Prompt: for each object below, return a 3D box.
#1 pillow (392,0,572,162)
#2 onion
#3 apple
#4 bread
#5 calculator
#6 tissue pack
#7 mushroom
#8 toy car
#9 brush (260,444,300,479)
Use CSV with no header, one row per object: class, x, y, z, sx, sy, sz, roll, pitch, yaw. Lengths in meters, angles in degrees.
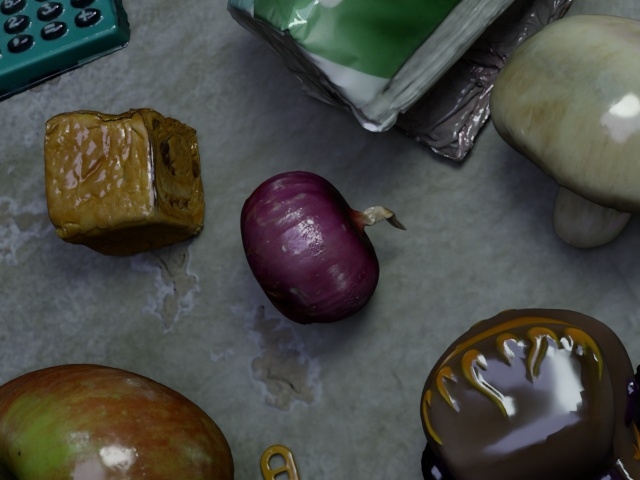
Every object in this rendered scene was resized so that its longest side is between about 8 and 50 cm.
pillow,0.174,-0.221,1.227,0.135,0.049,0.248,34,85,25
onion,-0.009,0.006,1.153,0.153,0.177,0.177,-46,66,30
apple,-0.235,0.270,1.136,0.309,0.250,0.277,21,99,41
bread,-0.229,-0.071,1.256,0.143,0.149,0.158,-6,75,18
calculator,-0.390,-0.340,1.416,0.248,0.058,0.274,-18,73,12
tissue pack,0.089,-0.313,1.150,0.356,0.194,0.266,-47,26,1
mushroom,0.291,-0.101,1.083,0.254,0.260,0.234,21,120,12
toy car,0.225,0.225,0.999,0.271,0.240,0.340,-23,68,12
brush,-0.011,0.353,1.158,0.103,0.013,0.272,-23,71,10
